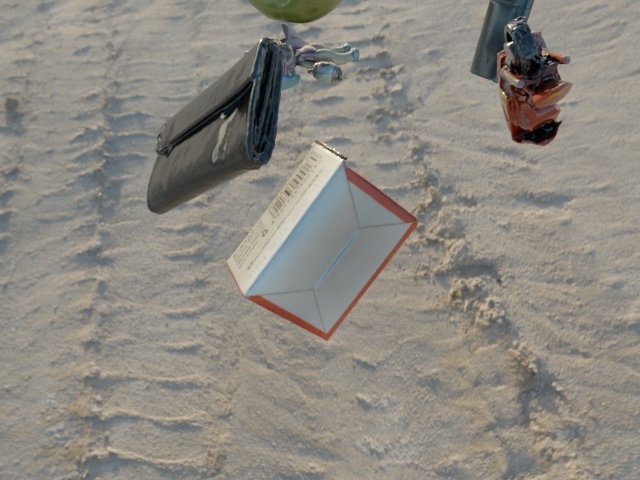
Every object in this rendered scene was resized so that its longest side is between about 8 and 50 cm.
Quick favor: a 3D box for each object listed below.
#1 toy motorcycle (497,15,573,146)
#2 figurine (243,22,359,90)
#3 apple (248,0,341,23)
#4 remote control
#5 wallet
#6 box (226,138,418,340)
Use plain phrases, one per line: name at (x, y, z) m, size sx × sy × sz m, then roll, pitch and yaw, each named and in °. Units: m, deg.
toy motorcycle at (0.362, -0.258, 0.850) m, size 0.089 × 0.298 × 0.171 m, roll -20°, pitch 77°, yaw 15°
figurine at (-0.024, -0.382, 1.084) m, size 0.260 × 0.103 × 0.205 m, roll -19°, pitch 58°, yaw -27°
apple at (-0.049, -0.576, 0.977) m, size 0.279 × 0.279 × 0.279 m, roll -3°, pitch 58°, yaw 5°
remote control at (0.437, -0.557, 1.109) m, size 0.044 × 0.377 × 0.107 m, roll -17°, pitch 41°, yaw -32°
wallet at (-0.214, -0.194, 0.922) m, size 0.406 × 0.062 × 0.228 m, roll -14°, pitch 67°, yaw 48°
box at (0.000, 0.000, 0.558) m, size 0.182 × 0.133 × 0.099 m, roll -54°, pitch 34°, yaw 6°
